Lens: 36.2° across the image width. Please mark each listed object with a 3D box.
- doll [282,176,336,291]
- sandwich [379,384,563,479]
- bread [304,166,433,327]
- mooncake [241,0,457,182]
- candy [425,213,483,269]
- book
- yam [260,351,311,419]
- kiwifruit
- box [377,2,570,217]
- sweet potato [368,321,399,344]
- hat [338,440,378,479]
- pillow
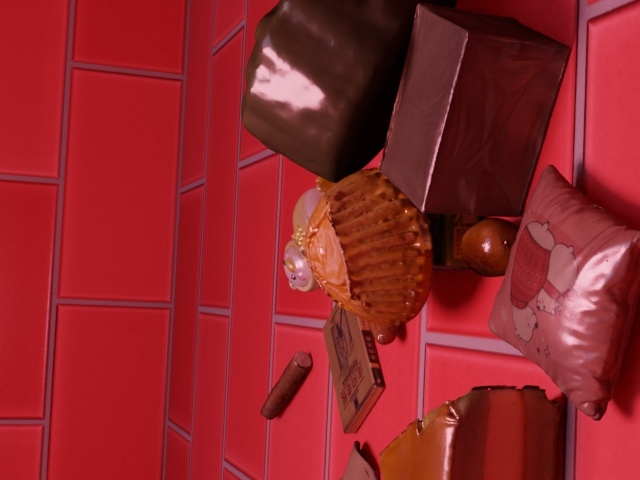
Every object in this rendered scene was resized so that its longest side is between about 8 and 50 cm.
[{"bbox_3d":[-0.010,0.004,1.805,0.141,0.117,0.296,52,136,23],"label":"doll"},{"bbox_3d":[0.191,0.307,1.158,0.227,0.155,0.198,121,145,-52],"label":"sandwich"},{"bbox_3d":[0.066,0.016,1.381,0.240,0.139,0.239,164,90,-73],"label":"bread"},{"bbox_3d":[0.040,-0.267,1.417,0.356,0.194,0.356,-54,-11,-15],"label":"mooncake"},{"bbox_3d":[0.167,-0.005,1.419,0.194,0.062,0.097,171,101,-71],"label":"candy"},{"bbox_3d":[0.055,0.207,1.751,0.161,0.027,0.230,115,152,-45],"label":"book"},{"bbox_3d":[-0.076,0.313,2.073,0.264,0.046,0.046,118,149,-50],"label":"yam"},{"bbox_3d":[0.219,0.009,1.241,0.124,0.075,0.075,135,137,-83],"label":"kiwifruit"},{"bbox_3d":[0.191,-0.163,1.249,0.149,0.156,0.231,-127,45,-58],"label":"box"},{"bbox_3d":[0.098,0.090,1.625,0.214,0.050,0.050,-97,21,-44],"label":"sweet potato"},{"bbox_3d":[0.034,0.428,1.679,0.147,0.085,0.175,-128,44,-64],"label":"hat"},{"bbox_3d":[0.271,0.051,1.078,0.236,0.084,0.223,-131,49,-62],"label":"pillow"}]
